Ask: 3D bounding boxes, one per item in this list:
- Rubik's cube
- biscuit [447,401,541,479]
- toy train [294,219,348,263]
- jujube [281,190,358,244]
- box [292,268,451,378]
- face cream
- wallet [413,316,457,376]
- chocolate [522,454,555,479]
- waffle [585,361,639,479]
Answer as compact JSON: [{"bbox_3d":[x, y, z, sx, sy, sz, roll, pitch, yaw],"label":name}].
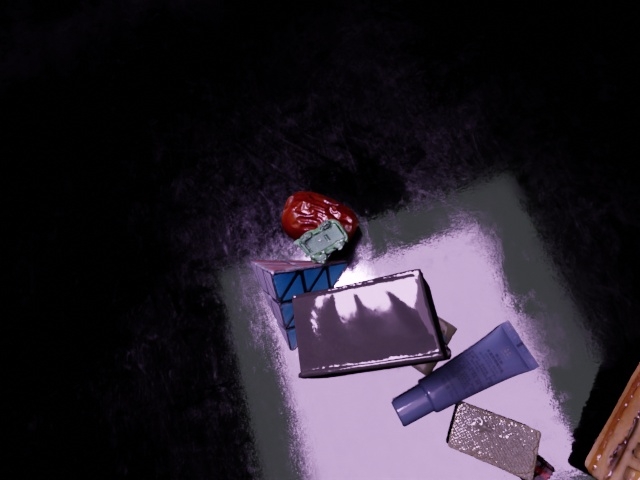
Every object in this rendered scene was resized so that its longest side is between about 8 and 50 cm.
[{"bbox_3d":[-0.084,0.132,1.216,0.228,0.233,0.228,35,37,-16],"label":"Rubik's cube"},{"bbox_3d":[0.429,0.493,1.042,0.199,0.040,0.121,13,72,28],"label":"biscuit"},{"bbox_3d":[0.000,0.000,1.166,0.149,0.081,0.099,-35,110,14],"label":"toy train"},{"bbox_3d":[-0.004,-0.057,1.259,0.230,0.155,0.155,20,78,6],"label":"jujube"},{"bbox_3d":[0.130,0.223,1.064,0.344,0.251,0.205,-14,70,17],"label":"box"},{"bbox_3d":[0.366,0.359,1.095,0.385,0.086,0.136,-28,73,-4],"label":"face cream"},{"bbox_3d":[0.289,0.278,1.154,0.110,0.039,0.155,31,81,17],"label":"wallet"},{"bbox_3d":[0.481,0.533,1.047,0.182,0.028,0.086,39,85,19],"label":"chocolate"},{"bbox_3d":[0.812,0.429,0.933,0.260,0.114,0.377,28,91,16],"label":"waffle"}]
